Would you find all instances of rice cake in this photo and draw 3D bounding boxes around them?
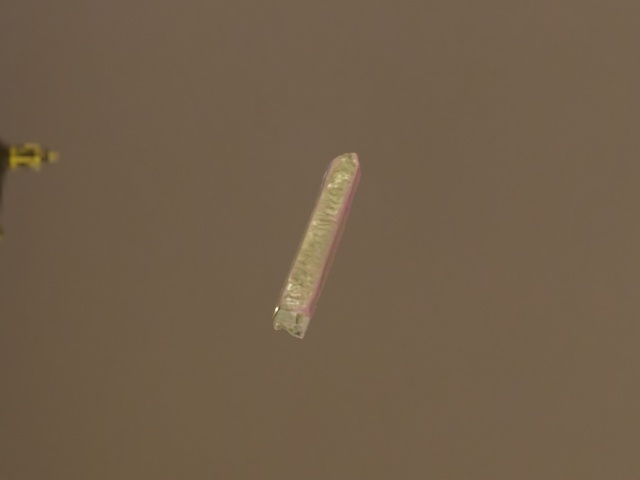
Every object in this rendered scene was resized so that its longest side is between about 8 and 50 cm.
[{"bbox_3d":[0.000,0.000,1.355,0.047,0.036,0.206,113,-2,-48],"label":"rice cake"}]
